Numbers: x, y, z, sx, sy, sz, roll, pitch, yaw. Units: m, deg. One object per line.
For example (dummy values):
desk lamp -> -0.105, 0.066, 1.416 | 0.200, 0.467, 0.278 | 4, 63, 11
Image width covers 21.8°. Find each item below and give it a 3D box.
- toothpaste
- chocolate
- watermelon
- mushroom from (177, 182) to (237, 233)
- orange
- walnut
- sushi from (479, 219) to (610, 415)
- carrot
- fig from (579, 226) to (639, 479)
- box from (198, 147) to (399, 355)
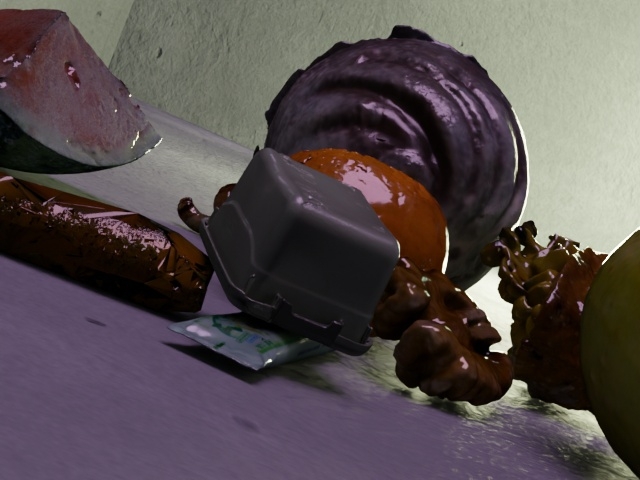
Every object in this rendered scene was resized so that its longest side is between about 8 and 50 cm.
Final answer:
toothpaste -> -0.027, 0.069, 1.268 | 0.075, 0.048, 0.297 | 24, 8, 16
chocolate -> 0.076, -0.058, 1.699 | 0.303, 0.303, 0.213 | 21, 10, -6
watermelon -> -0.333, -0.158, 1.737 | 0.260, 0.176, 0.256 | 0, -11, 19
mushroom -> -0.102, -0.030, 1.841 | 0.129, 0.072, 0.088 | 23, 23, 18
orange -> 0.025, 0.006, 1.511 | 0.193, 0.161, 0.193 | 23, -3, 1
walnut -> 0.100, 0.085, 1.394 | 0.170, 0.069, 0.143 | 21, 37, -60
sushi -> 0.251, 0.082, 1.641 | 0.179, 0.167, 0.296 | 17, 22, 26
carrot -> -0.192, -0.004, 1.257 | 0.229, 0.069, 0.069 | 21, 5, -5
fig -> 0.331, 0.111, 1.299 | 0.258, 0.258, 0.326 | 22, 23, -1
box -> -0.013, 0.001, 1.255 | 0.124, 0.093, 0.172 | 23, 14, -22
